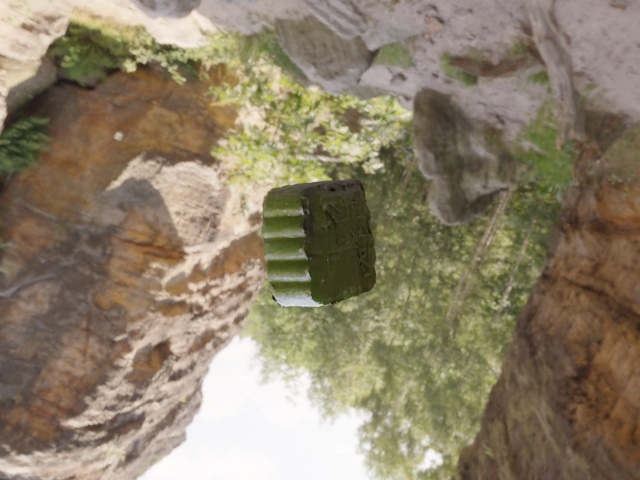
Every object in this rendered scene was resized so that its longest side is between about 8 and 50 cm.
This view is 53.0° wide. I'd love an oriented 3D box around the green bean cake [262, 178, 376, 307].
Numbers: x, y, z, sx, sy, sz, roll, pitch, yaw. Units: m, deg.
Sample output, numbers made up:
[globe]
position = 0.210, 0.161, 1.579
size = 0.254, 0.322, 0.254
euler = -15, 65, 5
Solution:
[green bean cake]
position = 0.000, 0.000, 1.061
size = 0.113, 0.201, 0.214
euler = -6, -178, 34
